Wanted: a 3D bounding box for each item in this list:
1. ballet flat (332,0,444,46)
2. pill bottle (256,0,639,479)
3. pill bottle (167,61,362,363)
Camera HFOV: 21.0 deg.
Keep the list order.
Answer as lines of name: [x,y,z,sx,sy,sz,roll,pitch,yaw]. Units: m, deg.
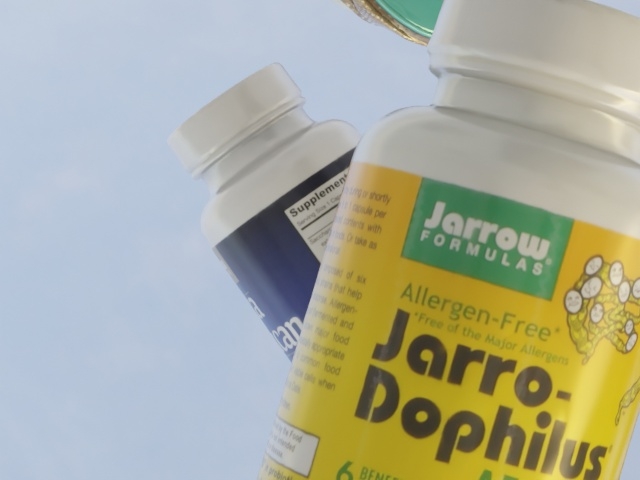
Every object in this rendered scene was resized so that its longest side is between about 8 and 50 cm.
ballet flat: [0.013,-0.196,1.160,0.067,0.206,0.073,-5,-127,53]
pill bottle: [0.055,0.025,0.580,0.118,0.117,0.208,17,-90,26]
pill bottle: [0.000,0.000,0.855,0.094,0.094,0.169,-35,-91,-3]
